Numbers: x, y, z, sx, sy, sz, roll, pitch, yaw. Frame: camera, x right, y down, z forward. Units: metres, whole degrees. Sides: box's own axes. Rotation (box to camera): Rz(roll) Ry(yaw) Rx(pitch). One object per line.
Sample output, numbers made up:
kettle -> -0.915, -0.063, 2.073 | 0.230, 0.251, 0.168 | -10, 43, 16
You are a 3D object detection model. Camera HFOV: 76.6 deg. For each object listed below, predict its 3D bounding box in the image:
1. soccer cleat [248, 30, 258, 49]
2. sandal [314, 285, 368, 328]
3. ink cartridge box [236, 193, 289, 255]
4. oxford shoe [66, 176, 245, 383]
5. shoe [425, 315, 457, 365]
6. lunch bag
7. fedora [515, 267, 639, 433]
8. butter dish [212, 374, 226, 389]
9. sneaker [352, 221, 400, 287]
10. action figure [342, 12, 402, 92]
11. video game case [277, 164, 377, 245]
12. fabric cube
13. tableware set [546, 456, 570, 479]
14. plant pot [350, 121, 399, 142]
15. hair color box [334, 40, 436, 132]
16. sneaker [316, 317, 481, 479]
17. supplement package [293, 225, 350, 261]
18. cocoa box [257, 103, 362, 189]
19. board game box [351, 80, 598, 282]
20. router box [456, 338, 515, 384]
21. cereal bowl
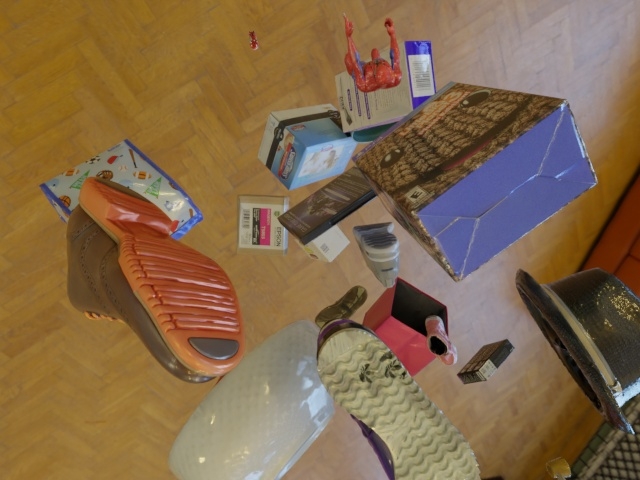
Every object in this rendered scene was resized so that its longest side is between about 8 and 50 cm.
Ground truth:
soccer cleat -> -0.217, -0.641, 1.313 | 0.029, 0.083, 0.036 | -11, 154, -8
sandal -> 0.063, 0.191, 1.149 | 0.180, 0.049, 0.072 | -43, 92, 14
ink cartridge box -> -0.226, -0.061, 1.588 | 0.193, 0.088, 0.235 | 2, 98, 5
oxford shoe -> -0.212, 0.055, 0.481 | 0.130, 0.363, 0.133 | 24, 101, -48
shoe -> 0.333, 0.299, 1.121 | 0.063, 0.081, 0.178 | -16, 114, 23
lunch bag -> -0.634, -0.092, 1.342 | 0.328, 0.385, 0.239 | -45, 162, -28
fedora -> 0.509, 0.167, 0.741 | 0.152, 0.334, 0.334 | -32, 124, 14
butter dish -> -0.180, 0.394, 1.053 | 0.160, 0.160, 0.118 | 0, 107, 8
sneaker -> 0.135, 0.027, 0.987 | 0.105, 0.281, 0.115 | -6, 105, 7
action figure -> 0.089, -0.354, 0.746 | 0.091, 0.280, 0.139 | -11, 121, 3
video game case -> 0.039, -0.100, 0.960 | 0.274, 0.196, 0.026 | -36, 116, -8
fabric cube -> 0.331, 0.359, 1.637 | 0.259, 0.254, 0.258 | 31, 124, -3
tableware set -> 0.307, 0.347, 0.494 | 0.024, 0.104, 0.154 | -11, 91, -3
plant pot -> 0.220, -0.546, 1.590 | 0.293, 0.293, 0.196 | -20, 78, -11
hair color box -> 0.186, -0.445, 1.212 | 0.110, 0.338, 0.185 | -16, 103, -30
sneaker -> 0.091, 0.215, 0.523 | 0.102, 0.146, 0.293 | -33, 99, -6
supplement package -> 0.000, 0.000, 1.861 | 0.134, 0.244, 0.139 | -45, 107, -16
cocoa box -> -0.043, -0.398, 1.695 | 0.347, 0.228, 0.231 | -25, 155, -41
board game box -> 0.214, -0.114, 0.647 | 0.232, 0.291, 0.141 | -37, 117, 6
router box -> 0.577, 0.424, 1.418 | 0.178, 0.046, 0.133 | -33, 169, -27
cereal bowl -> -0.080, 0.309, 0.703 | 0.339, 0.141, 0.339 | -42, 157, -22
